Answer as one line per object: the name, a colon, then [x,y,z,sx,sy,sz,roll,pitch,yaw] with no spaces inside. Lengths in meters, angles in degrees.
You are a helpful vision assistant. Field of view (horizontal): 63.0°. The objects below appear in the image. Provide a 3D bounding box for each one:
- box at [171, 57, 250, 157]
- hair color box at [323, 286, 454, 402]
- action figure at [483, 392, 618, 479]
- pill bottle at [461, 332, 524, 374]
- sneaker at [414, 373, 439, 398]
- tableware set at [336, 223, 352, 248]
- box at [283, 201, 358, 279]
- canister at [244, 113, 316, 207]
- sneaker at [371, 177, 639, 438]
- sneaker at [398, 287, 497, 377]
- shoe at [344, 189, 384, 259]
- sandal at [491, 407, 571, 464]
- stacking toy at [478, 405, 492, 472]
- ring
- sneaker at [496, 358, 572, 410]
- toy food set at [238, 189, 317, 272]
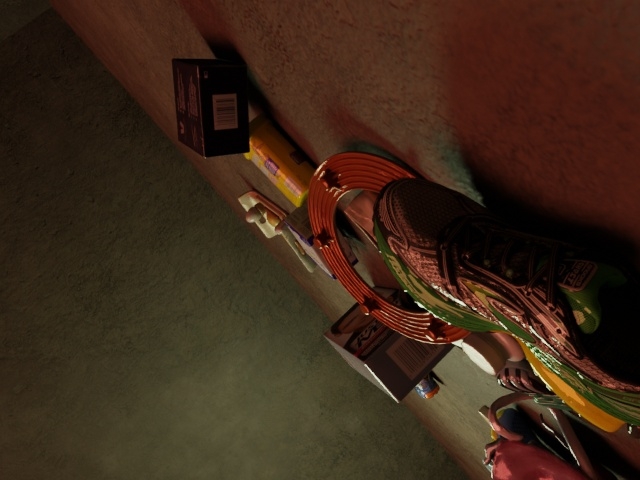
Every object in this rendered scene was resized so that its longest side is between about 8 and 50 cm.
box: [-0.202,-0.248,0.958,0.158,0.093,0.155,35,130,52]
hair color box: [0.142,0.211,1.163,0.113,0.185,0.374,49,170,-5]
action figure: [0.452,0.414,0.790,0.370,0.248,0.275,33,135,59]
pill bottle: [0.217,0.091,0.584,0.067,0.120,0.067,47,170,11]
sneaker: [0.294,0.415,1.659,0.221,0.083,0.087,14,132,63]
tableware set: [0.039,-0.017,1.212,0.104,0.024,0.154,44,171,38]
box: [0.000,0.000,1.149,0.137,0.072,0.126,55,172,-35]
canister: [-0.078,-0.153,1.037,0.170,0.073,0.126,46,169,3]
sneaker: [0.199,0.032,0.492,0.344,0.134,0.146,34,159,21]
sneaker: [0.224,0.117,0.809,0.222,0.083,0.118,34,161,18]
shoe: [0.112,0.007,0.879,0.219,0.058,0.077,53,169,-28]
sandal: [0.473,0.478,1.064,0.317,0.126,0.138,55,133,3]
stacking toy: [0.487,0.578,1.267,0.279,0.130,0.309,52,169,-23]
ring: [0.093,0.024,0.785,0.337,0.032,0.336,35,145,30]
sneaker: [0.306,0.161,0.676,0.083,0.098,0.224,-5,154,42]
toy food set: [-0.147,-0.028,1.736,0.306,0.092,0.219,37,165,49]
